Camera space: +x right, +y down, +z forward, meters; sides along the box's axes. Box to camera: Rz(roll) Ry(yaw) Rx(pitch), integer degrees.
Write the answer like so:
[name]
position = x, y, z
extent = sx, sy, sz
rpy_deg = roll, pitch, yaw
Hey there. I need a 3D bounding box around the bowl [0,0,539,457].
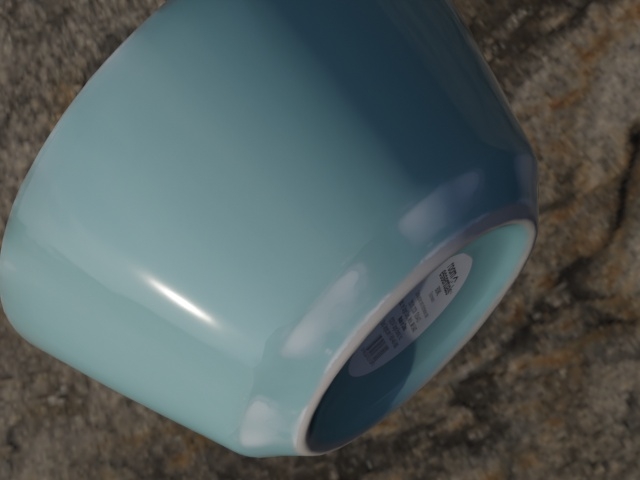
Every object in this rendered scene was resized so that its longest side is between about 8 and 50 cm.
[bowl]
position = 0.000, 0.000, 0.702
extent = 0.311, 0.163, 0.311
rpy_deg = -38, 159, -17
